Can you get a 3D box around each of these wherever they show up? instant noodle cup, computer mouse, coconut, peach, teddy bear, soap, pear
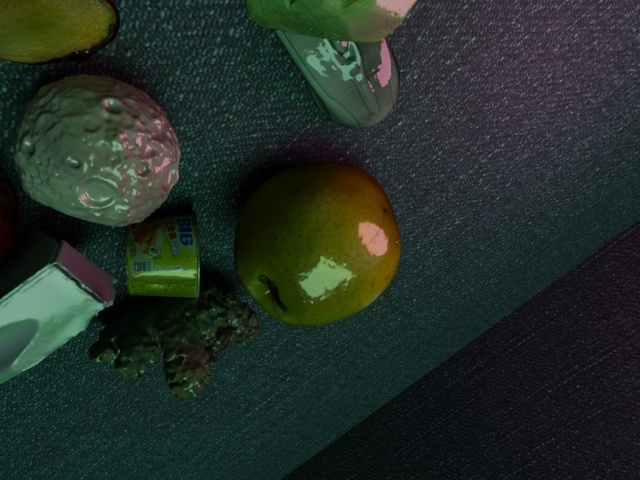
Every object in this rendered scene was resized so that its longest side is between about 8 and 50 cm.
[{"bbox_3d":[-0.345,0.038,1.141,0.152,0.205,0.205,-4,137,-18],"label":"instant noodle cup"},{"bbox_3d":[0.055,-0.342,1.011,0.188,0.122,0.371,-34,138,7],"label":"computer mouse"},{"bbox_3d":[0.015,-0.436,0.742,0.328,0.281,0.329,-8,126,-12],"label":"coconut"},{"bbox_3d":[-0.399,-0.323,0.724,0.188,0.068,0.279,-28,179,4],"label":"peach"},{"bbox_3d":[-0.381,0.238,1.292,0.367,0.225,0.357,-16,-168,24],"label":"teddy bear"},{"bbox_3d":[-0.613,0.138,0.993,0.445,0.261,0.156,-26,124,8],"label":"soap"},{"bbox_3d":[0.000,0.000,1.171,0.418,0.362,0.363,-39,153,-38],"label":"pear"}]

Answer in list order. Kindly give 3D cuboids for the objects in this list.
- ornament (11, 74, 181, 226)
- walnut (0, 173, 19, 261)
[{"bbox_3d":[-0.360,-0.152,0.864,0.259,0.259,0.225,15,96,-41],"label":"ornament"},{"bbox_3d":[-0.638,-0.037,0.859,0.243,0.222,0.269,8,142,-22],"label":"walnut"}]
